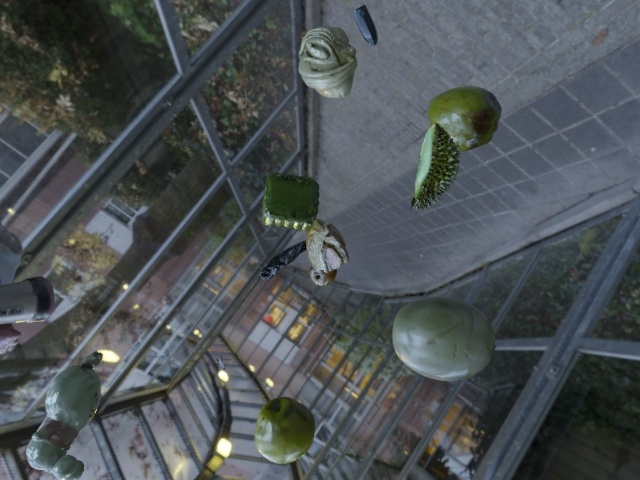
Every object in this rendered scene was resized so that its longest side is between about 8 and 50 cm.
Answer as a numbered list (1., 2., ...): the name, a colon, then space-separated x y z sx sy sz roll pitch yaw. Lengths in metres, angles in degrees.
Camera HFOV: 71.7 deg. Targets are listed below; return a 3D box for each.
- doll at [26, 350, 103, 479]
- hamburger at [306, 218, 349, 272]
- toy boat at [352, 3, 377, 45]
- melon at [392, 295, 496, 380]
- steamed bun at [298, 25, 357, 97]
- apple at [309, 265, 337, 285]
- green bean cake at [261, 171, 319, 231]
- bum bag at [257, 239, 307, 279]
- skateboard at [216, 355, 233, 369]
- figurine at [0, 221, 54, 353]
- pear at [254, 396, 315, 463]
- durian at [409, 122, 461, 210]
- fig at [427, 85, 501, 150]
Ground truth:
1. doll: -0.558 0.379 0.971 0.113 0.274 0.155 5 156 -5
2. hamburger: 0.000 0.000 1.532 0.207 0.136 0.155 52 -163 -53
3. toy boat: 0.168 -0.773 1.602 0.141 0.055 0.060 62 -167 -15
4. melon: 0.401 0.317 1.440 0.331 0.268 0.268 4 161 11
5. steamed bun: 0.010 -0.771 1.922 0.276 0.203 0.288 21 117 44
6. apple: 0.012 0.125 1.796 0.114 0.102 0.099 -20 98 43
7. green bean cake: -0.111 -0.142 1.658 0.215 0.200 0.113 6 157 -8
8. bum bag: -0.165 0.085 2.051 0.074 0.310 0.137 51 175 7
9. skateboard: -0.417 0.544 1.966 0.063 0.032 0.083 55 -165 24
10. figurine: -0.621 0.053 0.733 0.361 0.253 0.210 38 145 36
11. pear: -0.110 0.596 1.389 0.198 0.198 0.198 34 169 8
12. durian: 0.300 -0.172 1.114 0.096 0.220 0.137 27 -165 39
13. fig: 0.525 -0.461 1.651 0.271 0.239 0.239 33 169 26
